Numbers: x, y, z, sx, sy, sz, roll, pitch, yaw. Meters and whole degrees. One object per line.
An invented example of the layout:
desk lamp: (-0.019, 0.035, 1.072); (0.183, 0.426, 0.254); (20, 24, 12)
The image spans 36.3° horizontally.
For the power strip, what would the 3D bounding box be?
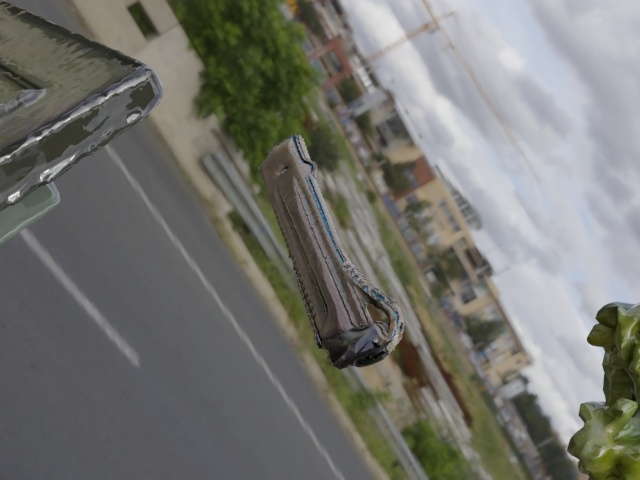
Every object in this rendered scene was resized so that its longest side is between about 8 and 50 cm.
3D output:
power strip: (-0.230, -0.028, 0.523); (0.251, 0.257, 0.092); (27, -32, 54)

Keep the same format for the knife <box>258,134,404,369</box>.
knife: (0.002, 0.004, 1.029); (0.043, 0.089, 0.365); (54, 8, -42)

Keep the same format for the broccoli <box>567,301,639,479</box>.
broccoli: (0.188, 0.084, 0.330); (0.180, 0.242, 0.273); (66, 20, -3)
